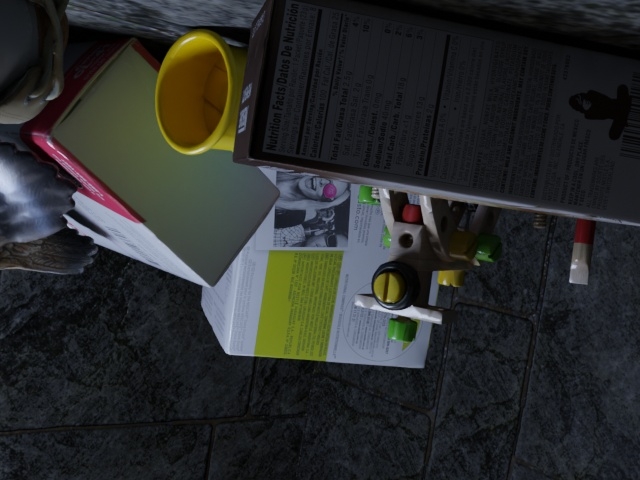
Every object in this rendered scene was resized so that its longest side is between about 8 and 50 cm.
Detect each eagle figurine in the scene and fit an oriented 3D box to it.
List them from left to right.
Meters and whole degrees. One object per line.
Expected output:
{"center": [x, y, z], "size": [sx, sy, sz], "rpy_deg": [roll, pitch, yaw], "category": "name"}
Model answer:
{"center": [-0.379, 0.017, 0.854], "size": [0.226, 0.298, 0.225], "rpy_deg": [32, 157, 51], "category": "eagle figurine"}

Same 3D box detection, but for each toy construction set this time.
{"center": [0.179, 0.013, 1.112], "size": [0.308, 0.237, 0.257], "rpy_deg": [7, 176, 9], "category": "toy construction set"}

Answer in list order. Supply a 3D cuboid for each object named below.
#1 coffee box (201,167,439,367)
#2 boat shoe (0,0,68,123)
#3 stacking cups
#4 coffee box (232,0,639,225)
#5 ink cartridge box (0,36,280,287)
{"center": [0.000, 0.000, 1.519], "size": [0.334, 0.338, 0.337], "rpy_deg": [6, -172, -15], "category": "coffee box"}
{"center": [-0.172, -0.111, 0.431], "size": [0.103, 0.113, 0.302], "rpy_deg": [7, -166, -26], "category": "boat shoe"}
{"center": [0.014, -0.111, 0.783], "size": [0.316, 0.096, 0.096], "rpy_deg": [0, -171, -45], "category": "stacking cups"}
{"center": [0.076, -0.076, 0.561], "size": [0.246, 0.098, 0.141], "rpy_deg": [9, -177, -9], "category": "coffee box"}
{"center": [-0.221, -0.086, 0.933], "size": [0.306, 0.131, 0.226], "rpy_deg": [16, 156, 52], "category": "ink cartridge box"}
